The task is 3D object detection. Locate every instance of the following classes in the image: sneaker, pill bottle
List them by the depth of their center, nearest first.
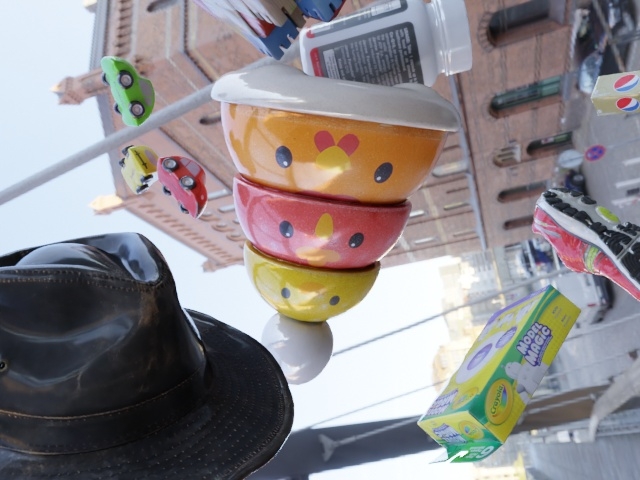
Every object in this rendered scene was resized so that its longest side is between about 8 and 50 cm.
[{"bbox_3d":[0.479,0.022,0.895,0.279,0.107,0.118,53,154,37],"label":"sneaker"},{"bbox_3d":[0.118,-0.338,0.948,0.161,0.283,0.161,-11,-90,-77],"label":"pill bottle"}]

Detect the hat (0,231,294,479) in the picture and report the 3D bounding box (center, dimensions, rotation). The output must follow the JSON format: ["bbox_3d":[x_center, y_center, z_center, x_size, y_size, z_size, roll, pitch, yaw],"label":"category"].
[{"bbox_3d":[-0.173,0.064,0.402,0.331,0.332,0.133,-44,-38,-71],"label":"hat"}]

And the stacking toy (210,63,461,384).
[{"bbox_3d":[0.000,0.000,0.795,0.350,0.351,0.479,-42,-40,-72],"label":"stacking toy"}]

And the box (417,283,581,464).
[{"bbox_3d":[0.159,0.128,0.490,0.179,0.043,0.105,-47,-5,-28],"label":"box"}]

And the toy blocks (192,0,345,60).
[{"bbox_3d":[-0.111,-0.345,0.655,0.381,0.190,0.261,37,-179,38],"label":"toy blocks"}]

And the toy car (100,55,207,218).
[{"bbox_3d":[-0.248,-0.158,0.764,0.053,0.239,0.224,-33,-55,-32],"label":"toy car"}]

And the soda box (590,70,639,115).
[{"bbox_3d":[0.629,-0.288,1.011,0.058,0.181,0.061,40,-111,-36],"label":"soda box"}]
